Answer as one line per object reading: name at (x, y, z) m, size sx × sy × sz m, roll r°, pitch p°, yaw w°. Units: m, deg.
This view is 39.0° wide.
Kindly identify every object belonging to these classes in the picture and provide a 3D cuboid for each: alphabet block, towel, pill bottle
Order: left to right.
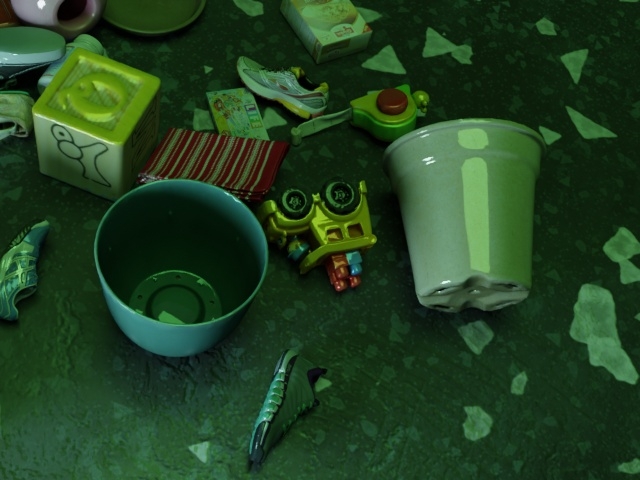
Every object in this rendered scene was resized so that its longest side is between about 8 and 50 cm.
pill bottle at (-0.527, -0.363, 1.925) m, size 0.087 × 0.087 × 0.160 m, roll 23°, pitch 56°, yaw 2°
alphabet block at (-0.439, -0.226, 1.795) m, size 0.192 × 0.197 × 0.193 m, roll 21°, pitch 56°, yaw 0°
towel at (-0.213, -0.161, 1.842) m, size 0.274 × 0.031 × 0.199 m, roll 9°, pitch 41°, yaw 11°

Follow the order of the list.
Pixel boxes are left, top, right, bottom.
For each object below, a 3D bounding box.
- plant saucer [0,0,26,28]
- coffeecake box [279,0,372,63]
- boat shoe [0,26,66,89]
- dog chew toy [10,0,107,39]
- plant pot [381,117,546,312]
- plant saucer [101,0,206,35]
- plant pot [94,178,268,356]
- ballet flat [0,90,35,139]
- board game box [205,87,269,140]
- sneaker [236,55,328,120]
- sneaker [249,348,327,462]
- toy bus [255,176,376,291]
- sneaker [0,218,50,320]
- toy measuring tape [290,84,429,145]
plant saucer at (-0.795, -0.514, 1.984) m, size 0.258 × 0.048 × 0.259 m, roll -20°, pitch 64°, yaw -23°
coffeecake box at (0.012, -0.525, 2.161) m, size 0.142 × 0.068 × 0.185 m, roll -22°, pitch 66°, yaw -25°
boat shoe at (-0.676, -0.364, 1.872) m, size 0.306 × 0.105 × 0.113 m, roll -10°, pitch 44°, yaw -9°
dog chew toy at (-0.611, -0.588, 1.987) m, size 0.206 × 0.207 × 0.332 m, roll -26°, pitch 58°, yaw -26°
plant pot at (0.294, -0.029, 1.797) m, size 0.333 × 0.334 × 0.306 m, roll 3°, pitch 70°, yaw -11°
plant saucer at (-0.406, -0.574, 2.114) m, size 0.277 × 0.041 × 0.278 m, roll 5°, pitch 57°, yaw -9°
plant pot at (-0.254, 0.076, 1.627) m, size 0.292 × 0.235 × 0.293 m, roll 6°, pitch 57°, yaw -9°
ballet flat at (-0.728, -0.240, 1.799) m, size 0.315 × 0.107 × 0.106 m, roll -5°, pitch 73°, yaw -15°
board game box at (-0.183, -0.264, 1.978) m, size 0.103 × 0.026 × 0.154 m, roll -11°, pitch 62°, yaw -19°
sneaker at (-0.081, -0.357, 2.010) m, size 0.225 × 0.093 × 0.088 m, roll 26°, pitch 32°, yaw 2°
sneaker at (-0.053, 0.303, 1.625) m, size 0.098 × 0.083 × 0.224 m, roll 23°, pitch 56°, yaw -4°
toy bus at (0.000, 0.000, 1.802) m, size 0.220 × 0.149 × 0.212 m, roll -11°, pitch 78°, yaw -16°
sneaker at (-0.553, 0.056, 1.673) m, size 0.081 × 0.080 × 0.211 m, roll 26°, pitch 66°, yaw -3°
toy measuring tape at (0.102, -0.254, 1.993) m, size 0.330 × 0.121 × 0.121 m, roll -22°, pitch 66°, yaw -15°
